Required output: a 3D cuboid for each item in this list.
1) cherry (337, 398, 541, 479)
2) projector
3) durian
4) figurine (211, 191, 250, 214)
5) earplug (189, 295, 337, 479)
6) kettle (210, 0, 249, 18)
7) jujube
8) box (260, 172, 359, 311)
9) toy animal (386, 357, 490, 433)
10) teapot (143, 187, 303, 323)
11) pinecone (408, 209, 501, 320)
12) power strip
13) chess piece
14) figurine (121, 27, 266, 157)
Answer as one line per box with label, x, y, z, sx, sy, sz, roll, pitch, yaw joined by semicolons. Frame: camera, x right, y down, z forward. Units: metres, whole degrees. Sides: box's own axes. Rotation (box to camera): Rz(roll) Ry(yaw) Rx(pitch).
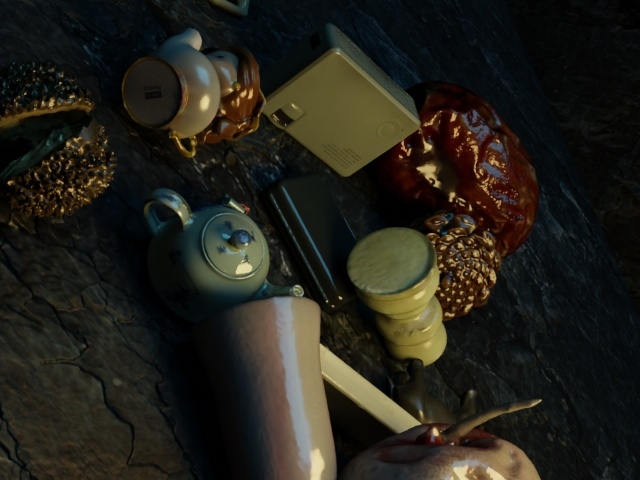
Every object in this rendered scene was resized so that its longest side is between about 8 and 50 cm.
cherry;0.152;0.389;1.376;0.326;0.291;0.334;58;29;-61
projector;0.028;-0.248;1.935;0.257;0.192;0.099;35;30;-39
durian;-0.329;-0.120;1.268;0.196;0.167;0.196;-15;90;-83
figurine;-0.133;-0.001;1.539;0.075;0.068;0.140;39;31;-39
earplug;-0.051;0.239;1.345;0.172;0.172;0.301;16;54;-53
kettle;-0.170;-0.494;1.958;0.148;0.098;0.126;20;40;-56
jujube;0.269;-0.129;2.120;0.377;0.276;0.276;45;30;-28
box;0.000;0.000;1.781;0.230;0.050;0.160;61;27;5
toy animal;0.194;0.300;1.756;0.245;0.114;0.146;26;30;-13
teapot;-0.134;0.016;1.397;0.232;0.159;0.159;38;31;-14
pinecone;0.224;0.038;1.976;0.208;0.208;0.207;40;32;-32
power strip;0.068;0.254;1.571;0.367;0.106;0.043;41;57;-31
chess piece;0.140;0.113;1.765;0.251;0.144;0.144;69;13;-45
figurine;-0.180;-0.222;1.619;0.263;0.142;0.189;-17;109;-64
